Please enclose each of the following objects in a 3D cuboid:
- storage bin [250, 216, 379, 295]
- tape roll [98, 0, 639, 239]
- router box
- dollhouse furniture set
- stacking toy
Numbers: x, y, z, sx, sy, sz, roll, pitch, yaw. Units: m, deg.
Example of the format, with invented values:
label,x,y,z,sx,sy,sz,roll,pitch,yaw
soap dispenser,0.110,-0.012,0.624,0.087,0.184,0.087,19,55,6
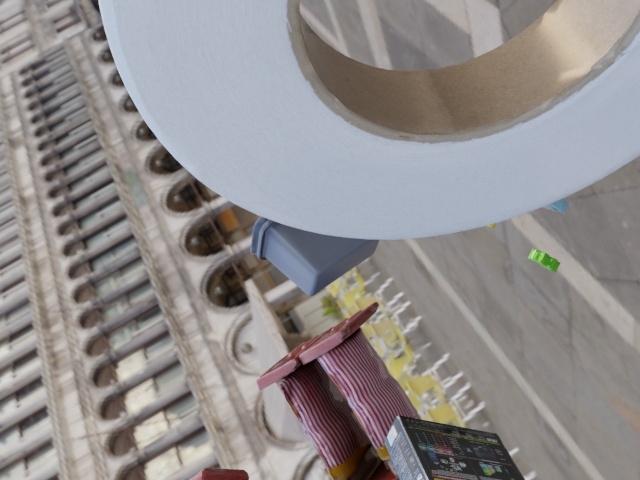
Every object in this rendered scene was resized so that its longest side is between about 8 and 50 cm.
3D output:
label,x,y,z,sx,sy,sz,roll,pitch,yaw
storage bin,0.000,0.000,0.839,0.091,0.135,0.098,46,150,20
tape roll,0.081,-0.152,0.391,0.392,0.391,0.072,64,-172,-50
router box,0.132,0.219,0.697,0.122,0.038,0.092,15,-159,-20
dollhouse furniture set,-0.006,0.240,0.789,0.201,0.152,0.374,56,-151,1
stacking toy,0.301,-0.070,1.035,0.221,0.167,0.052,28,179,-35
